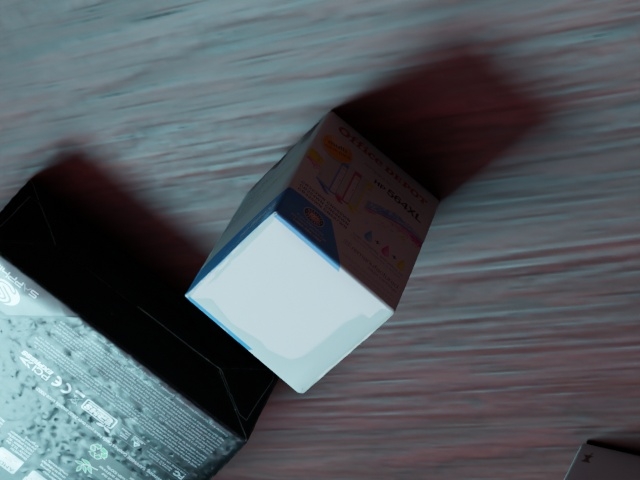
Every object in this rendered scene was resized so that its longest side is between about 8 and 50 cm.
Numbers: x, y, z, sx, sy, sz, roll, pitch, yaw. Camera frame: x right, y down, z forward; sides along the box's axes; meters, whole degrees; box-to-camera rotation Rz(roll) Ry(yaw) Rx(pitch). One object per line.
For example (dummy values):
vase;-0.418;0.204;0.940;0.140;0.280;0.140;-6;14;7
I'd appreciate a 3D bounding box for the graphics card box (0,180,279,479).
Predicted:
graphics card box;-0.227;0.154;1.422;0.233;0.094;0.371;38;126;-7

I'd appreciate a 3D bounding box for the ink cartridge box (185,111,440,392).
ink cartridge box;0.000;0.000;1.142;0.092;0.143;0.090;40;124;-10

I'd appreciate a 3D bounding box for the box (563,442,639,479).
box;0.202;0.202;1.244;0.101;0.102;0.087;11;136;27
